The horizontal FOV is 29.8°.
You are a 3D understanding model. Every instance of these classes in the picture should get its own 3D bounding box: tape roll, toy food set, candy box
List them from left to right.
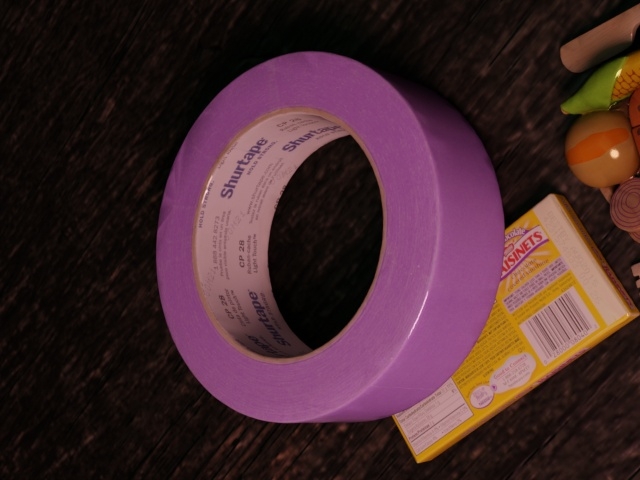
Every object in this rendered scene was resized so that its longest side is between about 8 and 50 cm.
[{"bbox_3d":[0.000,0.000,0.913,0.275,0.090,0.275,-7,79,38],"label":"tape roll"},{"bbox_3d":[0.123,0.068,0.882,0.206,0.027,0.105,-41,64,28],"label":"candy box"},{"bbox_3d":[0.218,-0.064,0.793,0.132,0.038,0.192,-29,73,49],"label":"toy food set"}]
